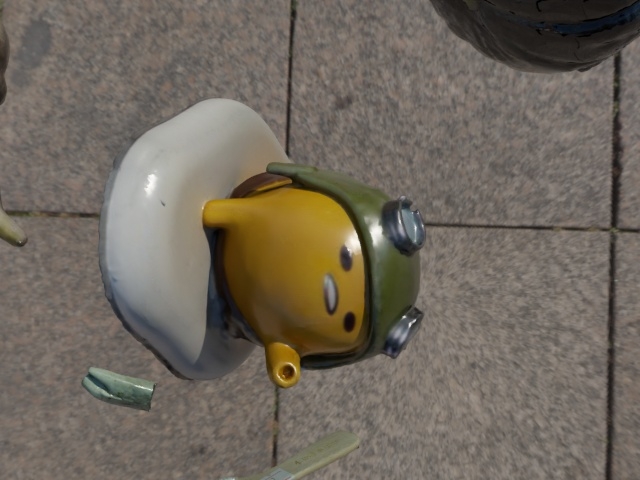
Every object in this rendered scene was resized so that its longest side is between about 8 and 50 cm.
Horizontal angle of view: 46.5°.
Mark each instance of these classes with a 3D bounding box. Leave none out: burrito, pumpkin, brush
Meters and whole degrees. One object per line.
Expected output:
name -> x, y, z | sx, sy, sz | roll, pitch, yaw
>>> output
burrito -> -0.319, 0.236, 1.178 | 0.118, 0.074, 0.044 | 17, 50, -17
pumpkin -> 0.259, -0.376, 0.890 | 0.266, 0.363, 0.363 | -45, 81, -4
brush -> -0.054, 0.308, 0.973 | 0.086, 0.337, 0.020 | 16, 106, 34

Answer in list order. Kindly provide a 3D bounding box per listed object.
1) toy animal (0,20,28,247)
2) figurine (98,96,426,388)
toy animal -> -0.353, -0.108, 0.671 | 0.169, 0.121, 0.233 | 7, 117, 14
figurine -> 0.000, 0.000, 0.435 | 0.141, 0.250, 0.166 | 3, 99, 17
